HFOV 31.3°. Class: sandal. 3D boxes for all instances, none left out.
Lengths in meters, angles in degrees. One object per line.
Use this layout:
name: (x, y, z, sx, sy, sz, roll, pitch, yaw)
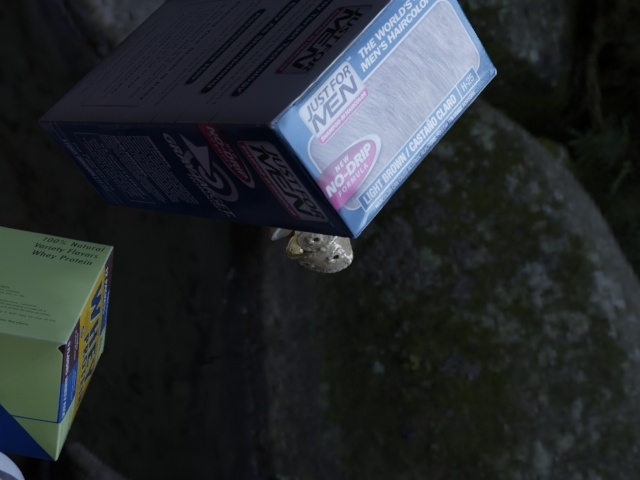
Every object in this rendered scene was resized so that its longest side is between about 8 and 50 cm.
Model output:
sandal: (0.005, -0.004, 1.201, 0.079, 0.088, 0.240, 48, 0, 2)

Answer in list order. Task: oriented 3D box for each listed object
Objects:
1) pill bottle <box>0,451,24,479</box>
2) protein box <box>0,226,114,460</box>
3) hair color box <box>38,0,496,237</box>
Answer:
pill bottle: (-0.313, 0.270, 0.910, 0.176, 0.176, 0.318, 57, 9, -52)
protein box: (-0.327, 0.090, 1.127, 0.201, 0.200, 0.136, -84, -176, -64)
hair color box: (-0.056, -0.107, 0.869, 0.174, 0.347, 0.105, -49, 121, -22)
